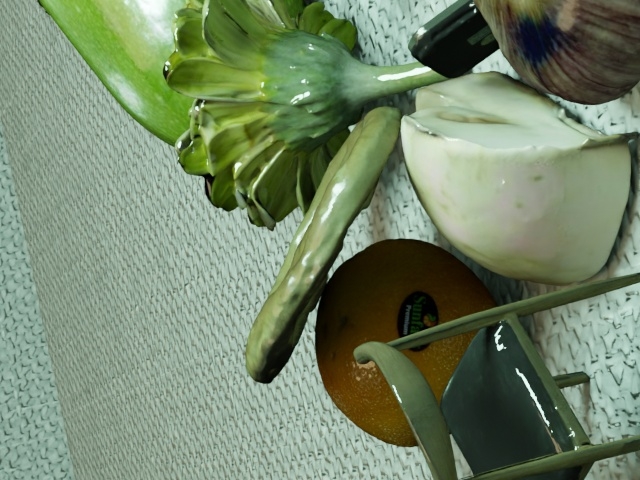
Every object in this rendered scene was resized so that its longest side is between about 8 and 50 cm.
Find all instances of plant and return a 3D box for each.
[{"bbox_3d":[-0.018,-0.129,1.641,0.297,0.306,0.261,30,100,27],"label":"plant"}]

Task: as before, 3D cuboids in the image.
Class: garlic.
[{"bbox_3d":[0.194,-0.223,1.240,0.245,0.160,0.245,35,130,57],"label":"garlic"}]

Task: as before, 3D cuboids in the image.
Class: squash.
[{"bbox_3d":[-0.124,-0.251,1.828,0.309,0.310,0.310,53,147,19],"label":"squash"}]

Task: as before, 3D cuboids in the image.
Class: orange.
[{"bbox_3d":[0.087,0.099,1.560,0.206,0.206,0.206,35,130,58],"label":"orange"}]

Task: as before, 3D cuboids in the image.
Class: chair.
[{"bbox_3d":[0.165,0.154,1.310,0.166,0.272,0.188,109,144,-46],"label":"chair"}]

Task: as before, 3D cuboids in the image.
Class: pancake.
[{"bbox_3d":[0.000,0.000,1.488,0.294,0.049,0.294,-155,90,-89],"label":"pancake"}]

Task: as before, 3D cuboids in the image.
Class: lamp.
[{"bbox_3d":[0.058,-0.251,1.470,0.203,0.124,0.283,-38,54,12],"label":"lamp"}]

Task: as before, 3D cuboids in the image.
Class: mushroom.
[{"bbox_3d":[0.144,-0.040,1.418,0.236,0.162,0.173,-140,48,-58],"label":"mushroom"}]
